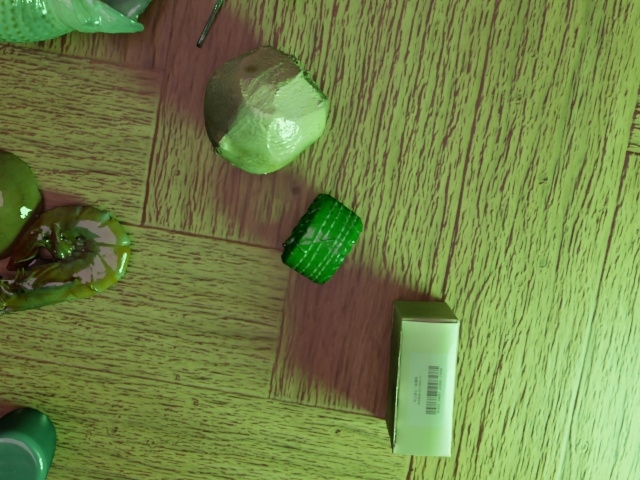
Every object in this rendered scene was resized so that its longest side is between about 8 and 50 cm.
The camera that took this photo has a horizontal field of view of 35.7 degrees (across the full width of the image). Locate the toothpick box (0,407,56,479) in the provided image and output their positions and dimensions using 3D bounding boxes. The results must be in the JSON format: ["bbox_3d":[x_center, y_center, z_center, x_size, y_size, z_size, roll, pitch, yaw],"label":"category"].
[{"bbox_3d":[-0.477,0.332,1.566,0.120,0.184,0.120,-1,97,-5],"label":"toothpick box"}]

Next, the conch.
[{"bbox_3d":[-0.410,-0.430,1.465,0.319,0.215,0.303,19,104,-34],"label":"conch"}]

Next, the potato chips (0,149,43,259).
[{"bbox_3d":[-0.553,-0.055,1.582,0.208,0.062,0.195,23,99,-5],"label":"potato chips"}]

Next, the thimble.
[{"bbox_3d":[0.000,0.000,1.558,0.090,0.118,0.130,33,123,-7],"label":"thimble"}]

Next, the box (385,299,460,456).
[{"bbox_3d":[0.157,0.210,1.553,0.095,0.168,0.212,3,97,2],"label":"box"}]

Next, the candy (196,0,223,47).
[{"bbox_3d":[-0.147,-0.391,1.548,0.061,0.061,0.202,28,104,-3],"label":"candy"}]

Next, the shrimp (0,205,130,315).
[{"bbox_3d":[-0.445,0.034,1.586,0.287,0.063,0.152,-17,99,-3],"label":"shrimp"}]

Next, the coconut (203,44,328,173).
[{"bbox_3d":[-0.091,-0.191,1.505,0.194,0.194,0.194,0,97,0],"label":"coconut"}]
